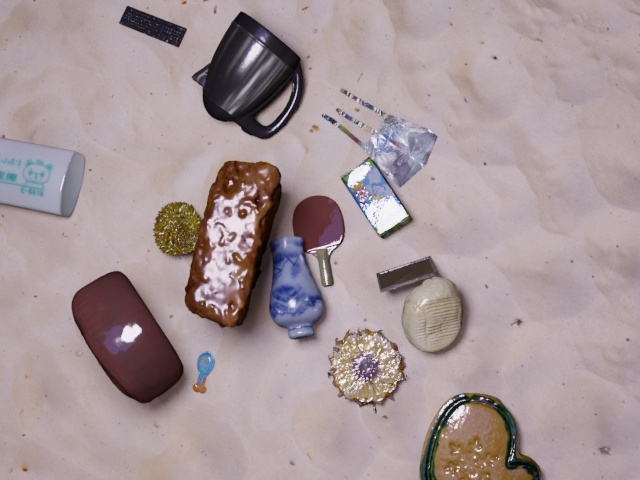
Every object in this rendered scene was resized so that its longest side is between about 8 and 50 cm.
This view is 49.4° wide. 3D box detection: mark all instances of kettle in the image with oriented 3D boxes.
[{"bbox_3d":[-0.199,-0.432,1.877,0.271,0.250,0.207,-51,47,6],"label":"kettle"}]

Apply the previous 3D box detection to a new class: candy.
[{"bbox_3d":[0.145,-0.110,1.812,0.097,0.062,0.195,-34,77,10],"label":"candy"}]

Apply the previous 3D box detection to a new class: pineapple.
[{"bbox_3d":[0.116,0.327,1.766,0.221,0.047,0.221,-1,82,8],"label":"pineapple"}]

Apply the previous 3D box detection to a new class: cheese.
[{"bbox_3d":[-0.312,0.349,1.850,0.047,0.017,0.111,12,84,14],"label":"cheese"}]

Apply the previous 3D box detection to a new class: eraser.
[{"bbox_3d":[-0.831,-0.182,1.974,0.289,0.104,0.189,11,80,10],"label":"eraser"}]

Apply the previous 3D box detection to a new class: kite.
[{"bbox_3d":[0.159,-0.295,1.865,0.310,0.015,0.169,41,92,9],"label":"kite"}]

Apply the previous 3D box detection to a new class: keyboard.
[{"bbox_3d":[-0.488,-0.623,2.023,0.204,0.013,0.061,24,87,12],"label":"keyboard"}]

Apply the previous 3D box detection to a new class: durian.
[{"bbox_3d":[-0.379,-0.024,1.854,0.146,0.102,0.208,-46,57,-2],"label":"durian"}]

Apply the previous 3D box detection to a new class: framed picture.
[{"bbox_3d":[0.216,0.085,1.757,0.149,0.109,0.011,-19,109,7],"label":"framed picture"}]

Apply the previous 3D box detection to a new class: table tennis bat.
[{"bbox_3d":[0.000,0.000,1.849,0.138,0.022,0.247,-10,78,9],"label":"table tennis bat"}]

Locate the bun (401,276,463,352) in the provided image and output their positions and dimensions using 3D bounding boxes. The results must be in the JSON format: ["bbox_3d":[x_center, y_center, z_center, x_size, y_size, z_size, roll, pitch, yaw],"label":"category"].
[{"bbox_3d":[0.273,0.178,1.715,0.163,0.111,0.188,-13,114,-11],"label":"bun"}]

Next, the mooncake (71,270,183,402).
[{"bbox_3d":[-0.496,0.241,1.767,0.174,0.333,0.326,-35,108,-17],"label":"mooncake"}]

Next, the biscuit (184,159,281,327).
[{"bbox_3d":[-0.214,0.012,1.715,0.166,0.342,0.396,15,84,0],"label":"biscuit"}]

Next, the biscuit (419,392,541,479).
[{"bbox_3d":[0.385,0.548,1.682,0.287,0.057,0.344,15,85,12],"label":"biscuit"}]

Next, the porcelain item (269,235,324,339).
[{"bbox_3d":[-0.069,0.123,1.785,0.141,0.141,0.259,-12,73,8],"label":"porcelain item"}]
